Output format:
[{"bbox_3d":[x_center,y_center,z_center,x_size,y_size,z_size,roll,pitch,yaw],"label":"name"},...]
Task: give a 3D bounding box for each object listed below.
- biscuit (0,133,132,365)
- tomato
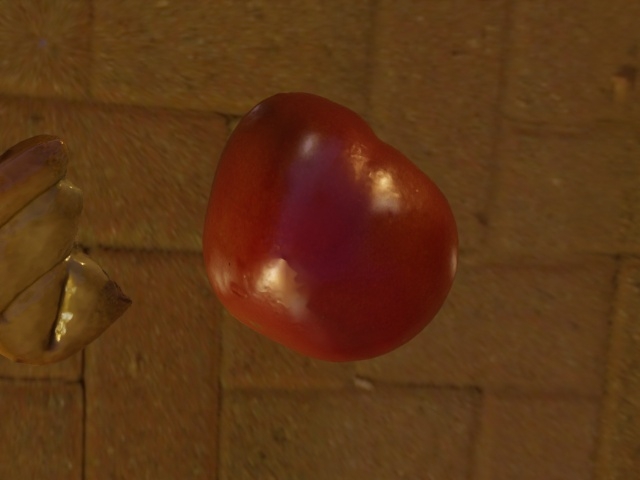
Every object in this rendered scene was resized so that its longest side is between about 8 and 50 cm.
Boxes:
[{"bbox_3d":[-0.276,0.024,1.463,0.154,0.045,0.299,-26,144,-10],"label":"biscuit"},{"bbox_3d":[0.000,0.000,1.597,0.298,0.298,0.226,41,73,-12],"label":"tomato"}]
